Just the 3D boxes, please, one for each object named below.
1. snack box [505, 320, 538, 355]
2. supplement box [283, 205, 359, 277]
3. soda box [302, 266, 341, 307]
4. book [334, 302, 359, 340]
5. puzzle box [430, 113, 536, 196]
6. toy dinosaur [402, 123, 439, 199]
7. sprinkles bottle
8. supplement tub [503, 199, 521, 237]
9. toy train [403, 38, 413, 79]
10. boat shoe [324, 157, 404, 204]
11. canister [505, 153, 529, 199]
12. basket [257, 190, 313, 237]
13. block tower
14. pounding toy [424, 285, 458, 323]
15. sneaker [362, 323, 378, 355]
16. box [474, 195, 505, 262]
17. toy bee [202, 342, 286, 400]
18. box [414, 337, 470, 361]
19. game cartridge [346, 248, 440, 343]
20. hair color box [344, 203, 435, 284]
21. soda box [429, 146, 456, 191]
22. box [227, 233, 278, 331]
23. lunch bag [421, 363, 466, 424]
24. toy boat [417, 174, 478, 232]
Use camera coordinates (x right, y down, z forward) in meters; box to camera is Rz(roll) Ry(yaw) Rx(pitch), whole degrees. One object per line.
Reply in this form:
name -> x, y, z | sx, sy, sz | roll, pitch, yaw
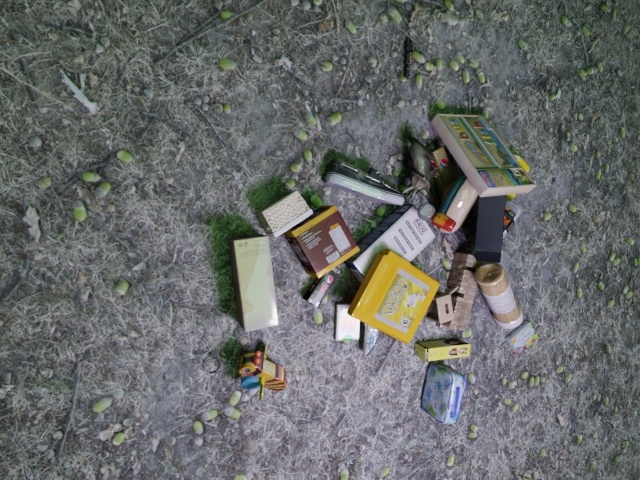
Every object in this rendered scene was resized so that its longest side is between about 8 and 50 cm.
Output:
snack box -> 0.962, 0.465, 1.936 | 0.141, 0.037, 0.100 | -35, 103, -16
supplement box -> 0.000, 0.000, 1.486 | 0.191, 0.129, 0.194 | -33, 104, -16
soda box -> 0.006, 0.167, 1.535 | 0.053, 0.060, 0.168 | 38, 81, -18
book -> 0.105, 0.320, 1.602 | 0.096, 0.035, 0.144 | 0, 94, -17
puzzle box -> 0.645, -0.352, 1.622 | 0.272, 0.052, 0.408 | -8, 59, -26
toy dinosaur -> 0.398, -0.314, 1.600 | 0.121, 0.160, 0.313 | 0, 92, 23
sprinkles bottle -> 0.774, 0.243, 1.750 | 0.121, 0.121, 0.355 | -48, 127, -12
supplement tub -> 0.785, -0.079, 1.792 | 0.117, 0.117, 0.190 | 43, 78, -18
toy train -> 0.356, -0.729, 1.636 | 0.036, 0.027, 0.158 | 0, 93, -32
boat shoe -> 0.183, -0.224, 1.547 | 0.335, 0.121, 0.119 | 17, 89, -20
canister -> 0.858, -0.287, 1.832 | 0.126, 0.073, 0.169 | 39, 78, -19
basket -> -0.130, -0.095, 1.441 | 0.167, 0.113, 0.103 | -33, 100, -16
block tower -> 0.603, 0.226, 1.753 | 0.091, 0.097, 0.335 | 16, 88, -21
pounding toy -> 0.504, 0.260, 1.696 | 0.100, 0.130, 0.141 | -13, 98, -20
sneaker -> 0.198, 0.340, 1.618 | 0.086, 0.085, 0.237 | 13, 92, 5
box -> 0.690, -0.058, 1.646 | 0.184, 0.103, 0.261 | 33, 64, -60
toy bee -> -0.222, 0.449, 1.393 | 0.298, 0.162, 0.195 | 9, 51, -42
box -> 0.524, 0.468, 1.742 | 0.233, 0.087, 0.058 | -1, 96, -22
game cartridge -> 0.288, 0.218, 1.554 | 0.324, 0.053, 0.285 | 31, 86, -31
hair color box -> 0.272, 0.029, 1.605 | 0.347, 0.105, 0.173 | -42, 109, -14
soda box -> 0.508, -0.296, 1.700 | 0.058, 0.061, 0.181 | -31, 104, -17
box -> -0.232, 0.140, 1.397 | 0.121, 0.148, 0.310 | -8, 95, -20
lunch bag -> 0.517, 0.642, 1.701 | 0.090, 0.176, 0.218 | 11, 88, -21
toy boat -> 0.503, -0.135, 1.601 | 0.318, 0.148, 0.267 | -33, 149, -47
